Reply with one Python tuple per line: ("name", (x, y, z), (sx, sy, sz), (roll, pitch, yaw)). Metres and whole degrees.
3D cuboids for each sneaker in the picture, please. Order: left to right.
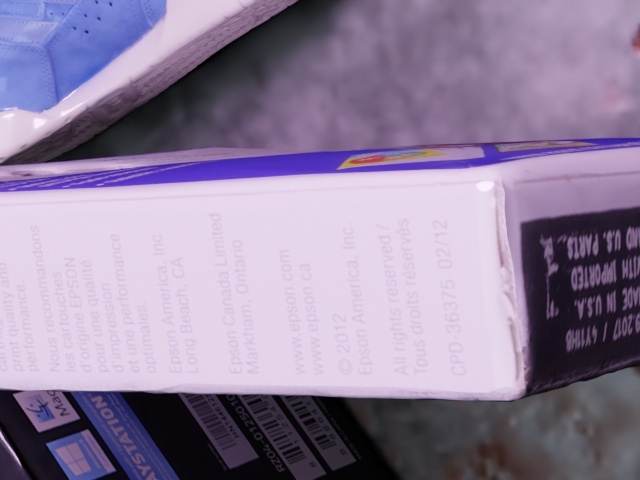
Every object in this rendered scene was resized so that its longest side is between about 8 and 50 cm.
("sneaker", (-0.076, -0.077, 0.564), (0.152, 0.058, 0.084), (-30, 87, 29))

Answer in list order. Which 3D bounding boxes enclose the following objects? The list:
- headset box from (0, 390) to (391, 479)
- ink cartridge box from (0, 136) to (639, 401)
("headset box", (-0.071, 0.197, 0.568), (0.283, 0.131, 0.246), (-44, 74, 31))
("ink cartridge box", (0.000, 0.000, 0.442), (0.208, 0.206, 0.045), (1, 95, 34))
